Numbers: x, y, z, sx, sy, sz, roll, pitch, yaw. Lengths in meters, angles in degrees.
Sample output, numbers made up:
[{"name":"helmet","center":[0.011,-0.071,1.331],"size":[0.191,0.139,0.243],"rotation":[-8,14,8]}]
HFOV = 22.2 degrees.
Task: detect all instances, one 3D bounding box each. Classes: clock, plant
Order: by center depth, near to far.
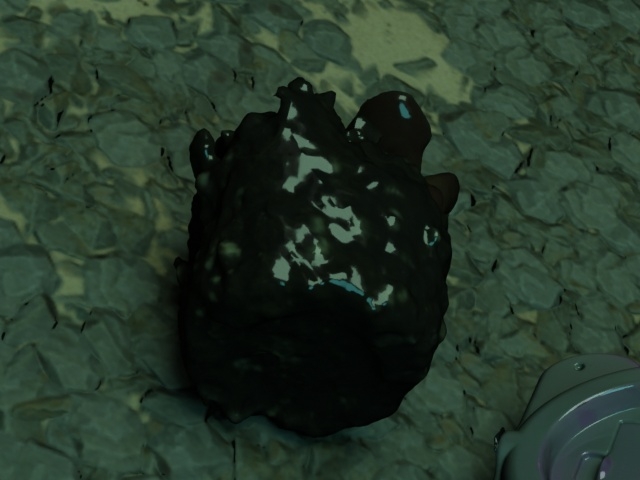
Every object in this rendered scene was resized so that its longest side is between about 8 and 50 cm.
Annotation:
[{"name":"clock","center":[0.231,0.165,1.024],"size":[0.248,0.090,0.227],"rotation":[1,37,28]},{"name":"plant","center":[0.000,0.000,1.069],"size":[0.204,0.178,0.234],"rotation":[19,51,-11]}]
